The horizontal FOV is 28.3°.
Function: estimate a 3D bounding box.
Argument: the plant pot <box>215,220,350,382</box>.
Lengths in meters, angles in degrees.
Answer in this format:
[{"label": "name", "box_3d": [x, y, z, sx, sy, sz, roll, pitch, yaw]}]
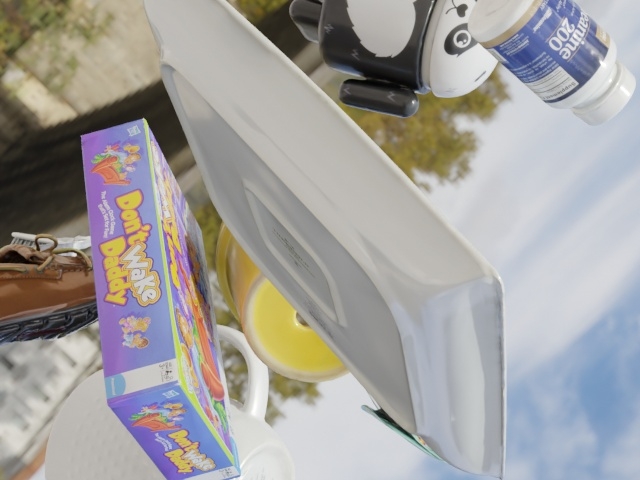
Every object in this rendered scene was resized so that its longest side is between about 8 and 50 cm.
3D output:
[{"label": "plant pot", "box_3d": [-0.008, 0.046, 1.533, 0.254, 0.254, 0.239, -40, -165, 15]}]

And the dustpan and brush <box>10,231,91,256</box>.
[{"label": "dustpan and brush", "box_3d": [-0.379, 0.010, 1.855, 0.147, 0.211, 0.060, -88, -175, -86]}]

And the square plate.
[{"label": "square plate", "box_3d": [0.000, 0.000, 0.888, 0.049, 0.347, 0.344, -36, 152, -12]}]

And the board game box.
[{"label": "board game box", "box_3d": [-0.179, 0.073, 1.411, 0.078, 0.233, 0.347, -15, -125, 4]}]

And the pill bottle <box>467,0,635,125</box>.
[{"label": "pill bottle", "box_3d": [0.169, -0.137, 0.908, 0.067, 0.120, 0.067, -42, -155, 25]}]

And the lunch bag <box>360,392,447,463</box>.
[{"label": "lunch bag", "box_3d": [0.148, 0.236, 2.088, 0.160, 0.262, 0.223, -21, -176, -10]}]

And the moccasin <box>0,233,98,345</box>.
[{"label": "moccasin", "box_3d": [-0.387, 0.059, 1.638, 0.380, 0.147, 0.139, -12, 164, -47]}]

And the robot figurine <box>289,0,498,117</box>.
[{"label": "robot figurine", "box_3d": [0.103, -0.288, 1.660, 0.173, 0.278, 0.209, -47, 149, -55]}]

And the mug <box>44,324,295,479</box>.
[{"label": "mug", "box_3d": [-0.204, 0.313, 1.988, 0.328, 0.276, 0.374, 10, -101, 35]}]
